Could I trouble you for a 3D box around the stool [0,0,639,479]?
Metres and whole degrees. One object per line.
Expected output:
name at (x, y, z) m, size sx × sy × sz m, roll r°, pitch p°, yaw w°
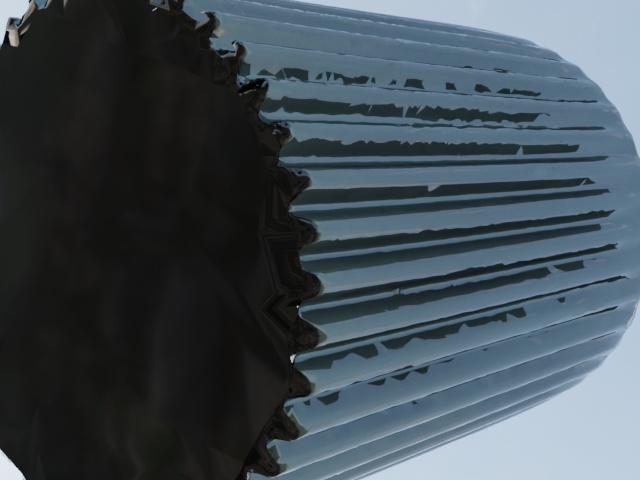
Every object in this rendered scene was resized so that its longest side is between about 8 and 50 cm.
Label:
stool at (0.000, 0.000, 0.868) m, size 0.297 × 0.330 × 0.297 m, roll 6°, pitch -81°, yaw 42°
